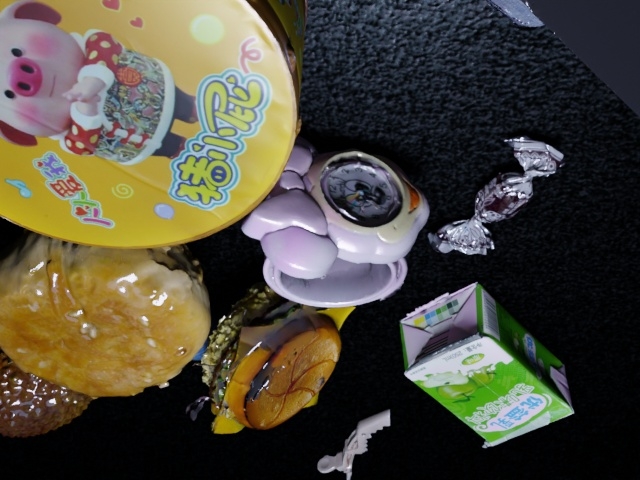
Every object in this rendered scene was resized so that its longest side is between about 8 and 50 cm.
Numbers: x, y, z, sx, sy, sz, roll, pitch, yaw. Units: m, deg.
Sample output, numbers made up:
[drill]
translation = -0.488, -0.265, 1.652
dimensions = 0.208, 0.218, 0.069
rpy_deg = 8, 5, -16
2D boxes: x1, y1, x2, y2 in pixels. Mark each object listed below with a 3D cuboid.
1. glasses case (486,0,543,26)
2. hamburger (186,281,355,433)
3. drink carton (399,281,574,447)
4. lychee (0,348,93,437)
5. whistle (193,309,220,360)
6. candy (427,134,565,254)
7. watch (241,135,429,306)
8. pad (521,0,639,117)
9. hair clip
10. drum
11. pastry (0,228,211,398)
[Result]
[glasses case]
translation = 0.165, -0.323, 0.931
dimensions = 0.282, 0.067, 0.109
rpy_deg = 31, 121, -27
[hamburger]
translation = -0.079, 0.165, 1.332
dimensions = 0.262, 0.139, 0.243
rpy_deg = -12, 131, -46
[drink carton]
translation = 0.254, 0.201, 1.424
dimensions = 0.161, 0.108, 0.271
rpy_deg = -30, 126, 29
[lychee]
translation = -0.458, 0.215, 1.423
dimensions = 0.238, 0.200, 0.200
rpy_deg = -13, 133, 24
[whistle]
translation = -0.205, 0.148, 1.411
dimensions = 0.158, 0.090, 0.090
rpy_deg = -17, 132, 18
[candy]
translation = 0.230, -0.052, 1.213
dimensions = 0.094, 0.051, 0.226
rpy_deg = 25, 131, -17
[watch]
translation = 0.000, 0.000, 1.190
dimensions = 0.248, 0.211, 0.217
rpy_deg = 6, 144, -16
[pad]
translation = 0.316, -0.310, 0.926
dimensions = 0.367, 0.007, 0.247
rpy_deg = 33, 109, -27
[hair clip]
translation = 0.061, 0.365, 1.651
dimensions = 0.072, 0.034, 0.226
rpy_deg = 16, 133, -12
[drum]
translation = -0.220, -0.200, 0.973
dimensions = 0.431, 0.214, 0.431
rpy_deg = 1, 135, 1
[pastry]
translation = -0.303, 0.076, 1.273
dimensions = 0.316, 0.184, 0.284
rpy_deg = -13, 127, 16
